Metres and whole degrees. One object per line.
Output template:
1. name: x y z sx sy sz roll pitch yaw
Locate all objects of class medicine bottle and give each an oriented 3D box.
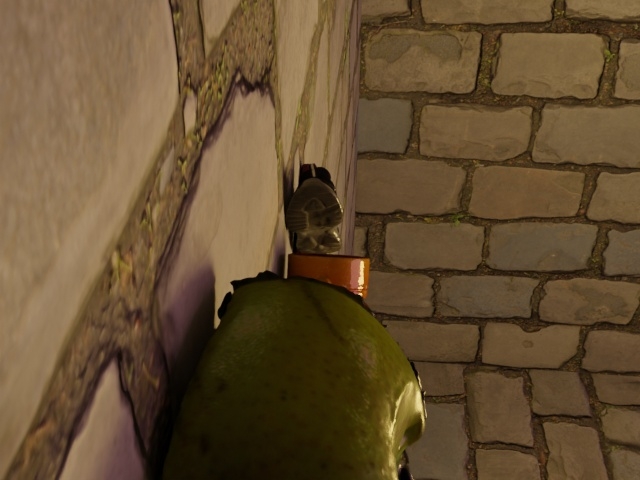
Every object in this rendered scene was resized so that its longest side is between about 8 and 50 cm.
1. medicine bottle: 0.004 0.128 0.981 0.149 0.112 0.222 -11 105 -85

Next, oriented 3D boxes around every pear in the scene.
1. pear: -0.014 0.162 0.508 0.255 0.164 0.238 -58 153 -78

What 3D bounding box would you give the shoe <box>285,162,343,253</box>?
1. shoe: -0.007 -0.053 1.040 0.169 0.071 0.099 81 6 -64

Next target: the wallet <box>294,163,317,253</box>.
1. wallet: -0.020 0.015 1.153 0.119 0.025 0.232 77 17 -77
